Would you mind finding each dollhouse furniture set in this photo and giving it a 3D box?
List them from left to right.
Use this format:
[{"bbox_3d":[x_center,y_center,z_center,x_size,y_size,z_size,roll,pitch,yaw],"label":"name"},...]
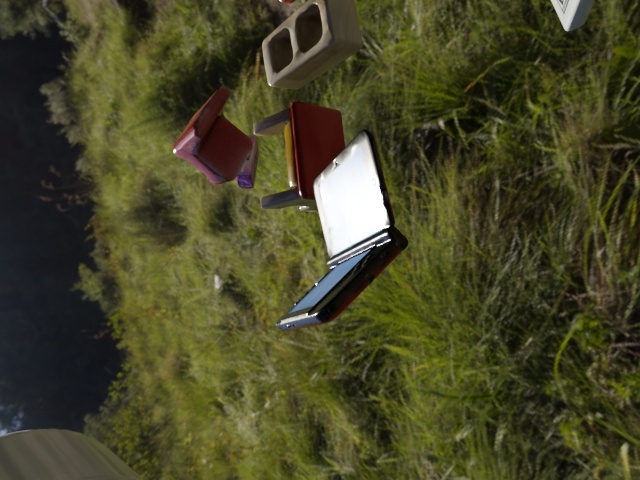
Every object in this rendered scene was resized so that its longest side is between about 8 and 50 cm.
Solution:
[{"bbox_3d":[-0.058,-0.225,0.565,0.201,0.373,0.152,0,169,-38],"label":"dollhouse furniture set"}]

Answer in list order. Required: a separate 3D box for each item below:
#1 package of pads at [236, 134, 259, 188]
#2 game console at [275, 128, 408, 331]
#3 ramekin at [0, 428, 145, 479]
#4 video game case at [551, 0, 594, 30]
[{"bbox_3d":[-0.128,-0.137,1.004,0.032,0.083,0.050,2,151,4],"label":"package of pads"},{"bbox_3d":[0.000,0.000,0.458,0.085,0.124,0.144,48,160,-3],"label":"game console"},{"bbox_3d":[-0.265,0.289,0.495,0.127,0.272,0.273,31,171,37],"label":"ramekin"},{"bbox_3d":[0.201,-0.300,0.481,0.190,0.022,0.173,46,-154,-73],"label":"video game case"}]
